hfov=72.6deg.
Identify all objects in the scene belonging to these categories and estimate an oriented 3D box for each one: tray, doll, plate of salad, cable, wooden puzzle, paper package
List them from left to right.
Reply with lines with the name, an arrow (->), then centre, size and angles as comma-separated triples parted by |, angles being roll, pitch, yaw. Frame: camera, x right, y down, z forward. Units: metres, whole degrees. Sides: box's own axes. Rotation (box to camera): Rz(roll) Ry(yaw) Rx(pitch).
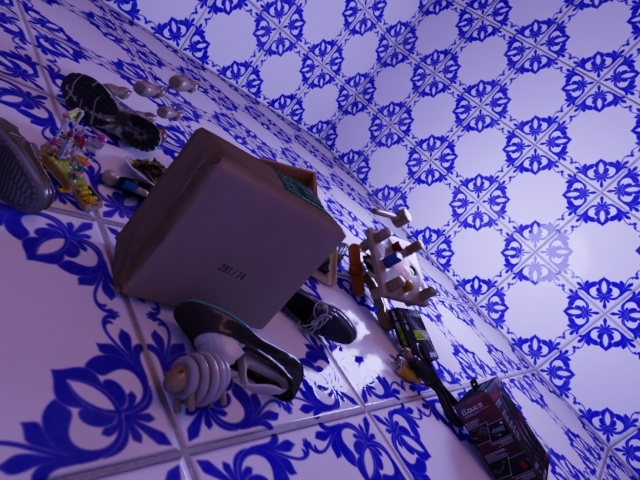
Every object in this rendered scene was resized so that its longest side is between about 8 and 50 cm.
doll -> -0.414, -0.112, 1.021 | 0.189, 0.046, 0.129 | 30, -1, -27
plate of salad -> -0.410, -0.168, 1.136 | 0.200, 0.048, 0.200 | 35, 9, -7
paper package -> -0.171, -0.007, 0.851 | 0.325, 0.309, 0.168 | 27, 22, -41
tray -> -0.112, -0.101, 1.353 | 0.203, 0.076, 0.410 | 13, 38, -14
wooden puzzle -> -0.034, 0.012, 1.419 | 0.239, 0.044, 0.220 | 30, 44, -29
cable -> 0.323, 0.423, 1.297 | 0.287, 0.072, 0.139 | 50, 31, -1

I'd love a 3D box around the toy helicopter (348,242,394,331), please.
toy helicopter -> 0.186, 0.155, 1.543 | 0.235, 0.140, 0.354 | 33, 30, -44

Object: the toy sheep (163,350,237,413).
toy sheep -> -0.182, 0.214, 0.672 | 0.132, 0.091, 0.091 | 18, 29, -54

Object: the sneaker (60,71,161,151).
sneaker -> -0.574, -0.343, 1.208 | 0.283, 0.110, 0.122 | 38, -1, -18

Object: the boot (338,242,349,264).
boot -> 0.001, -0.002, 1.635 | 0.209, 0.076, 0.189 | 34, 17, 0

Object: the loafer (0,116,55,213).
loafer -> -0.533, -0.145, 0.775 | 0.251, 0.094, 0.087 | 47, 22, 18

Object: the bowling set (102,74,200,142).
bowling set -> -0.528, -0.409, 1.385 | 0.288, 0.199, 0.154 | -2, 14, 4

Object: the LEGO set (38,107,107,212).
LEGO set -> -0.507, -0.187, 0.912 | 0.132, 0.107, 0.287 | 26, 23, -40

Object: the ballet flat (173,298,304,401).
ballet flat -> -0.140, 0.205, 0.777 | 0.281, 0.095, 0.096 | 34, 30, -21

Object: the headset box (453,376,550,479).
headset box -> 0.509, 0.534, 1.241 | 0.218, 0.110, 0.293 | 10, 46, -60

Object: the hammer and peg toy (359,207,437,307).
hammer and peg toy -> 0.251, 0.048, 1.517 | 0.266, 0.127, 0.360 | 17, 52, -41

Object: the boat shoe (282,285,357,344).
boat shoe -> -0.021, 0.179, 1.082 | 0.255, 0.095, 0.079 | 40, 15, 2

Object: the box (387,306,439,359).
box -> 0.312, 0.319, 1.459 | 0.191, 0.045, 0.184 | 18, 44, -53
